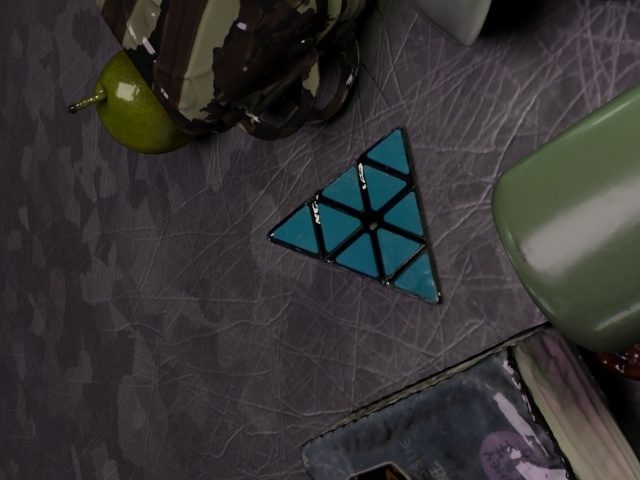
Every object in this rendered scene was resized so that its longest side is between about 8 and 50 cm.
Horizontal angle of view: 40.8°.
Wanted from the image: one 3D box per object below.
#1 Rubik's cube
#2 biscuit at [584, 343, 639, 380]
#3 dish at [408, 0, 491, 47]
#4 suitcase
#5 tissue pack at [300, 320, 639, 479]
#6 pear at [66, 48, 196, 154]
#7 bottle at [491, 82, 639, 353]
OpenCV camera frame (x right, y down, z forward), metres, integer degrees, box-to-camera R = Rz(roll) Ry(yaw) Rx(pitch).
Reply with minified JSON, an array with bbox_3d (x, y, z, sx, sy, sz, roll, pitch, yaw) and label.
[{"bbox_3d":[0.000,0.000,1.002,0.190,0.178,0.211,-29,70,53],"label":"Rubik's cube"},{"bbox_3d":[0.281,0.029,0.750,0.192,0.049,0.192,20,116,48],"label":"biscuit"},{"bbox_3d":[0.110,-0.294,0.814,0.229,0.081,0.229,-178,90,-86],"label":"dish"},{"bbox_3d":[-0.091,-0.288,1.069,0.339,0.194,0.351,56,138,1],"label":"suitcase"},{"bbox_3d":[0.153,0.257,0.853,0.361,0.122,0.259,-36,78,48],"label":"tissue pack"},{"bbox_3d":[-0.269,-0.217,1.284,0.180,0.216,0.166,-40,59,52],"label":"pear"},{"bbox_3d":[0.295,-0.065,0.586,0.347,0.168,0.168,-36,65,30],"label":"bottle"}]
